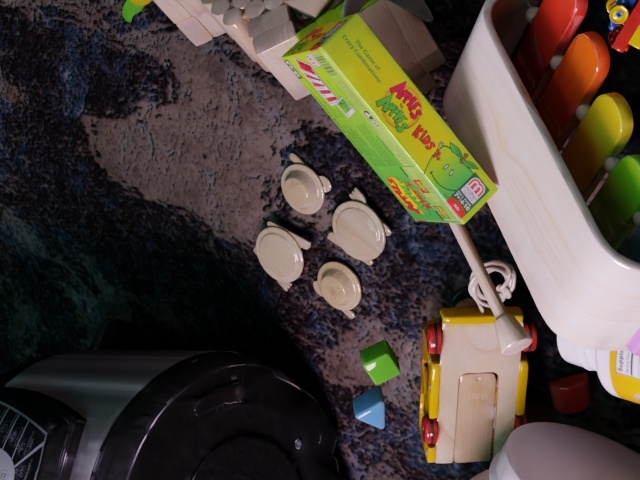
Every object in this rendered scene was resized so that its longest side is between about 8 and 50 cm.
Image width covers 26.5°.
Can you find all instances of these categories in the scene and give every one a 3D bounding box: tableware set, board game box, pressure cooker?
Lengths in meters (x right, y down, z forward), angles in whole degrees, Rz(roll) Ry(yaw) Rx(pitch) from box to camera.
[{"bbox_3d":[0.000,0.000,1.408,0.141,0.020,0.168,37,130,20],"label":"tableware set"},{"bbox_3d":[0.054,-0.094,1.089,0.181,0.043,0.092,50,166,-16],"label":"board game box"},{"bbox_3d":[-0.225,0.307,1.521,0.420,0.370,0.375,-3,113,44],"label":"pressure cooker"}]

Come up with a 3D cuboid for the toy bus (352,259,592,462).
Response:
[{"bbox_3d":[0.141,0.111,1.279,0.202,0.104,0.191,-42,114,15],"label":"toy bus"}]

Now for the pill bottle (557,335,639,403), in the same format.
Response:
[{"bbox_3d":[0.306,0.086,1.106,0.215,0.117,0.117,15,121,37],"label":"pill bottle"}]

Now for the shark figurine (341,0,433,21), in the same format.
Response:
[{"bbox_3d":[0.106,-0.294,1.053,0.278,0.116,0.166,-30,84,27],"label":"shark figurine"}]

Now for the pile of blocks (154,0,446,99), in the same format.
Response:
[{"bbox_3d":[-0.014,-0.206,1.271,0.362,0.149,0.112,36,175,35],"label":"pile of blocks"}]

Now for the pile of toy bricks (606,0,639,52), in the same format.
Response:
[{"bbox_3d":[0.294,-0.225,0.982,0.105,0.118,0.212,26,115,-5],"label":"pile of toy bricks"}]

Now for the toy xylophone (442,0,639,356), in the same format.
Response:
[{"bbox_3d":[0.179,-0.047,1.092,0.236,0.081,0.322,121,134,-61],"label":"toy xylophone"}]

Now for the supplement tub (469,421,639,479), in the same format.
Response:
[{"bbox_3d":[0.193,0.353,1.230,0.235,0.235,0.324,33,113,25],"label":"supplement tub"}]

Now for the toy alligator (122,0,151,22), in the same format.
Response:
[{"bbox_3d":[-0.162,-0.300,1.377,0.051,0.056,0.189,10,128,-10],"label":"toy alligator"}]
